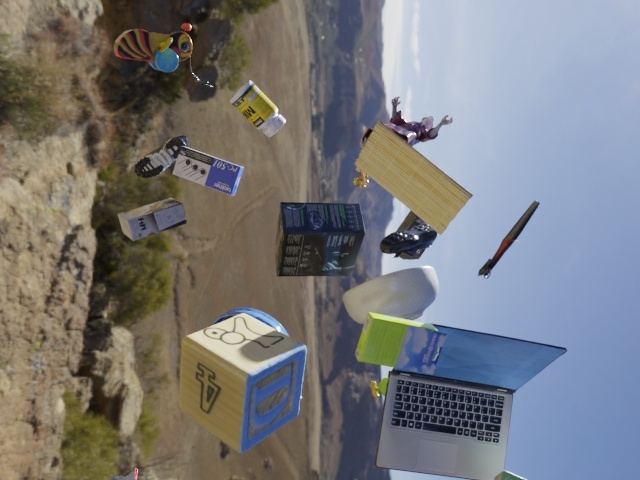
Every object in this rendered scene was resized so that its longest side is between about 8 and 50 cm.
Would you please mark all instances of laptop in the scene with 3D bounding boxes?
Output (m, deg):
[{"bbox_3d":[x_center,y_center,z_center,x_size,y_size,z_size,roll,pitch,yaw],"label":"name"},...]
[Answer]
[{"bbox_3d":[0.384,0.443,1.363,0.236,0.382,0.407,151,-50,-78],"label":"laptop"}]

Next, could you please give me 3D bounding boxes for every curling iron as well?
[{"bbox_3d":[0.543,0.004,1.492,0.274,0.035,0.068,-57,170,18],"label":"curling iron"}]

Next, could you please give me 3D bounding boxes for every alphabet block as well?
[{"bbox_3d":[-0.170,0.299,1.132,0.192,0.197,0.193,-15,119,-50],"label":"alphabet block"}]

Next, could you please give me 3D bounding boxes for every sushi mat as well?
[{"bbox_3d":[0.231,-0.162,1.350,0.019,0.316,0.151,-33,158,-42],"label":"sushi mat"}]

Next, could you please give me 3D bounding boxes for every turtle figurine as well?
[{"bbox_3d":[0.203,-0.336,2.301,0.217,0.087,0.269,111,-20,-74],"label":"turtle figurine"}]

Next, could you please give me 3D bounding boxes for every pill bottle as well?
[{"bbox_3d":[-0.243,-0.512,2.038,0.208,0.119,0.119,43,23,-20],"label":"pill bottle"}]

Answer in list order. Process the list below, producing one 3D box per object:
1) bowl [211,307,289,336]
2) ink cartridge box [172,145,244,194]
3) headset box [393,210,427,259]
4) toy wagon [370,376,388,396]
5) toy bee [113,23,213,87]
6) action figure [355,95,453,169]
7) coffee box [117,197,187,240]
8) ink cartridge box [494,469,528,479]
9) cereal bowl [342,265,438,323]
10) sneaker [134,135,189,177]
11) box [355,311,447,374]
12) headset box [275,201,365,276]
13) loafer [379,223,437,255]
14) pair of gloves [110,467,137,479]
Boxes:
[{"bbox_3d":[-0.301,0.462,2.266,0.077,0.391,0.391,-56,147,-57],"label":"bowl"},{"bbox_3d":[-0.360,-0.224,1.668,0.046,0.207,0.097,-35,146,-81],"label":"ink cartridge box"},{"bbox_3d":[0.403,-0.041,2.177,0.293,0.110,0.218,-54,-176,-6],"label":"headset box"},{"bbox_3d":[0.353,0.551,1.945,0.068,0.345,0.267,-31,110,-53],"label":"toy wagon"},{"bbox_3d":[-0.465,-0.593,1.583,0.298,0.195,0.162,1,109,-56],"label":"toy bee"},{"bbox_3d":[0.351,-0.409,2.086,0.370,0.248,0.275,-26,142,-42],"label":"action figure"},{"bbox_3d":[-0.727,-0.095,2.255,0.141,0.247,0.098,24,-51,49],"label":"coffee box"},{"bbox_3d":[0.538,0.703,1.296,0.092,0.220,0.160,93,20,-52],"label":"ink cartridge box"},{"bbox_3d":[0.251,0.212,1.779,0.339,0.339,0.141,78,-3,-72],"label":"cereal bowl"},{"bbox_3d":[-0.539,-0.291,1.793,0.078,0.234,0.106,55,23,-18],"label":"sneaker"},{"bbox_3d":[0.177,0.227,1.147,0.042,0.178,0.109,-121,-134,-72],"label":"box"},{"bbox_3d":[0.000,0.000,1.724,0.246,0.283,0.131,102,-15,-50],"label":"headset box"},{"bbox_3d":[0.257,0.011,1.497,0.076,0.223,0.078,26,-58,42],"label":"loafer"},{"bbox_3d":[-0.593,0.741,1.484,0.023,0.159,0.198,52,2,-22],"label":"pair of gloves"}]
